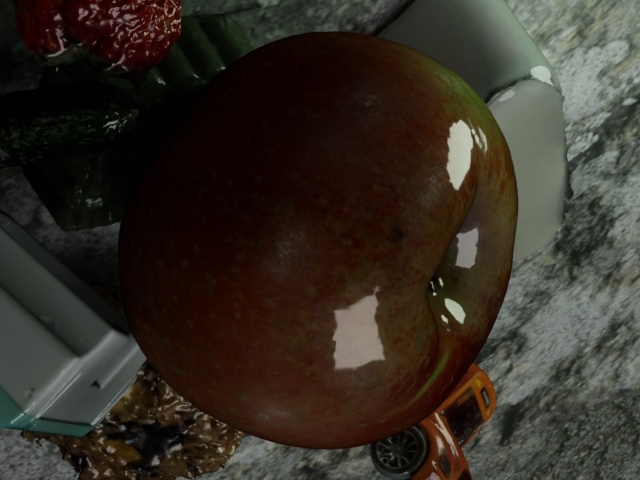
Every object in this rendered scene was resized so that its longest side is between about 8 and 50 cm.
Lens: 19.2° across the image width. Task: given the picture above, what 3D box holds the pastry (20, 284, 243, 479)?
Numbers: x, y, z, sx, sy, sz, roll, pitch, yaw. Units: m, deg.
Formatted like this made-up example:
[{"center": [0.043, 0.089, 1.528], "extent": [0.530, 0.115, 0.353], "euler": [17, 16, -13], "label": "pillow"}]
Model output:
[{"center": [-0.194, 0.146, 1.792], "extent": [0.275, 0.275, 0.193], "euler": [3, 109, -44], "label": "pastry"}]

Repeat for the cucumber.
[{"center": [-0.240, -0.089, 1.506], "extent": [0.245, 0.067, 0.067], "euler": [-10, 159, 27], "label": "cucumber"}]

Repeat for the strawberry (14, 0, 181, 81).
[{"center": [-0.172, -0.199, 1.462], "extent": [0.131, 0.148, 0.131], "euler": [1, 179, 0], "label": "strawberry"}]

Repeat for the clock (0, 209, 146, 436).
[{"center": [-0.260, 0.046, 1.547], "extent": [0.116, 0.231, 0.262], "euler": [-44, 171, -2], "label": "clock"}]

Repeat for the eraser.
[{"center": [0.116, -0.101, 1.811], "extent": [0.331, 0.150, 0.331], "euler": [-21, 150, -13], "label": "eraser"}]

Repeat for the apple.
[{"center": [0.000, 0.000, 1.520], "extent": [0.348, 0.277, 0.348], "euler": [-41, 140, -48], "label": "apple"}]

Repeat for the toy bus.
[{"center": [0.069, 0.129, 1.922], "extent": [0.153, 0.329, 0.143], "euler": [-31, 149, -5], "label": "toy bus"}]

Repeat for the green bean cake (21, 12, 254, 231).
[{"center": [-0.149, -0.102, 1.636], "extent": [0.185, 0.094, 0.183], "euler": [-16, 145, -33], "label": "green bean cake"}]
